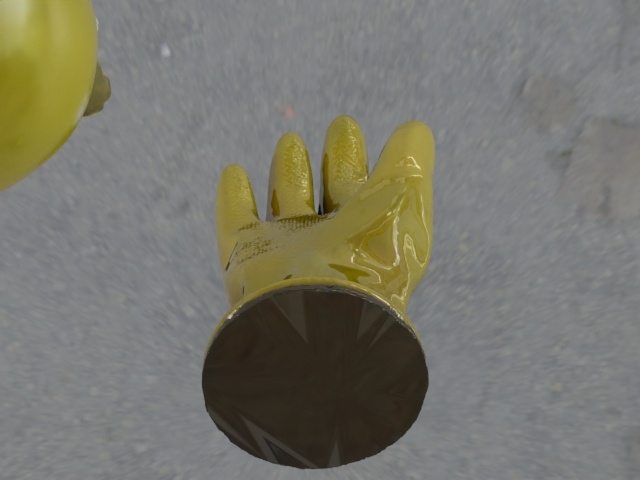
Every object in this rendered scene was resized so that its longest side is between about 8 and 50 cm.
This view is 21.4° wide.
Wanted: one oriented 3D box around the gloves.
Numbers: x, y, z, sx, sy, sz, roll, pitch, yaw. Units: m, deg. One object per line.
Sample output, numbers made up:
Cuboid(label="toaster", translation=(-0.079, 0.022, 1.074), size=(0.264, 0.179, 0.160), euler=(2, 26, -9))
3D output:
Cuboid(label="gloves", translation=(-0.001, 0.000, 1.005), size=(0.133, 0.294, 0.116), euler=(4, 120, -1))

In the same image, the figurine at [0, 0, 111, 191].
Cuboid(label="figurine", translation=(-0.166, -0.085, 0.519), size=(0.185, 0.234, 0.127), euler=(34, 114, 10))
